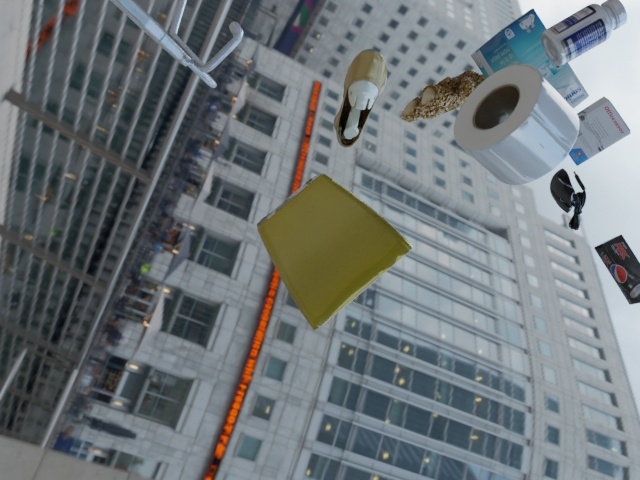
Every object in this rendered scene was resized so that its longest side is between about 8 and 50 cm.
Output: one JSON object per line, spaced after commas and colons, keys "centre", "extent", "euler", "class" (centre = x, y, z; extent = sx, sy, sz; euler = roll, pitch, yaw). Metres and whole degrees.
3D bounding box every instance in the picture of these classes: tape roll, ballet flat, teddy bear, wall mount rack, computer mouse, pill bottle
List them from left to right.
{"centre": [-0.268, -0.417, 0.898], "extent": [0.130, 0.350, 0.304], "euler": [-44, -131, 6], "class": "wall mount rack"}
{"centre": [0.077, -0.264, 1.095], "extent": [0.232, 0.080, 0.073], "euler": [108, -11, -62], "class": "ballet flat"}
{"centre": [0.411, -0.458, 1.835], "extent": [0.245, 0.113, 0.338], "euler": [-33, 176, 38], "class": "teddy bear"}
{"centre": [0.475, -0.280, 1.378], "extent": [0.246, 0.169, 0.246], "euler": [-36, -143, 33], "class": "tape roll"}
{"centre": [0.833, -0.176, 1.919], "extent": [0.184, 0.060, 0.262], "euler": [78, 11, -47], "class": "computer mouse"}
{"centre": [0.616, -0.490, 1.315], "extent": [0.169, 0.094, 0.094], "euler": [-29, -154, 10], "class": "pill bottle"}

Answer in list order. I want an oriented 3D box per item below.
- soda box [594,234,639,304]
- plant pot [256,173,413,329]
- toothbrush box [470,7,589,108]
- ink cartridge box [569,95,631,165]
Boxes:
{"centre": [0.767, 0.073, 1.415], "extent": [0.060, 0.168, 0.053], "euler": [-27, 168, -5], "class": "soda box"}
{"centre": [0.000, 0.000, 0.992], "extent": [0.212, 0.187, 0.212], "euler": [-41, -172, -2], "class": "plant pot"}
{"centre": [0.605, -0.485, 1.647], "extent": [0.126, 0.295, 0.216], "euler": [-36, -175, -6], "class": "toothbrush box"}
{"centre": [0.899, -0.364, 1.875], "extent": [0.191, 0.139, 0.082], "euler": [-35, -169, 25], "class": "ink cartridge box"}
